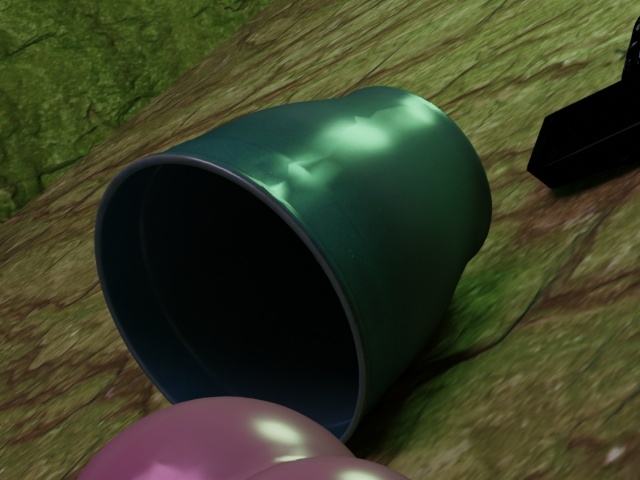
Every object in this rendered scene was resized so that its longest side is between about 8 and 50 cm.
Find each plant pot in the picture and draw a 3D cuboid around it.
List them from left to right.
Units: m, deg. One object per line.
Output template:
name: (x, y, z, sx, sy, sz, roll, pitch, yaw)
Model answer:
plant pot: (0.000, 0.000, 1.235, 0.272, 0.271, 0.255, -16, 16, 47)

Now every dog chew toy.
dog chew toy: (-0.010, 0.200, 0.805, 0.206, 0.206, 0.332, -42, 26, -24)

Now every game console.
game console: (0.320, -0.169, 1.443, 0.213, 0.044, 0.361, -25, 19, 28)
